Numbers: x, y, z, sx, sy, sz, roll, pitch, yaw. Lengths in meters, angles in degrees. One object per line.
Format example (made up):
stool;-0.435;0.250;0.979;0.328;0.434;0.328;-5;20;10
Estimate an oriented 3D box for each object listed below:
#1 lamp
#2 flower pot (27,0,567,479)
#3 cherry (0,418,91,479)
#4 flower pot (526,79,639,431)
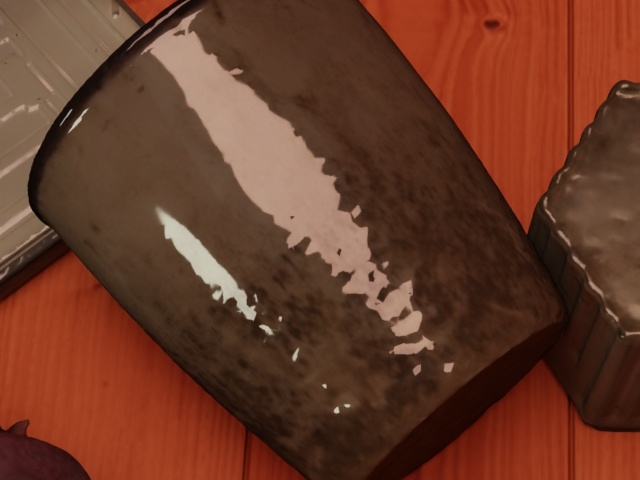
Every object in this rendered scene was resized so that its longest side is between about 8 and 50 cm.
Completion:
lamp;-0.261;-0.111;1.417;0.269;0.047;0.266;-38;68;-15
flower pot;0.000;0.000;1.232;0.293;0.293;0.330;-38;74;-15
cherry;-0.265;0.211;1.191;0.213;0.183;0.266;20;88;29
flower pot;0.269;0.015;1.267;0.209;0.190;0.239;-24;66;-11
